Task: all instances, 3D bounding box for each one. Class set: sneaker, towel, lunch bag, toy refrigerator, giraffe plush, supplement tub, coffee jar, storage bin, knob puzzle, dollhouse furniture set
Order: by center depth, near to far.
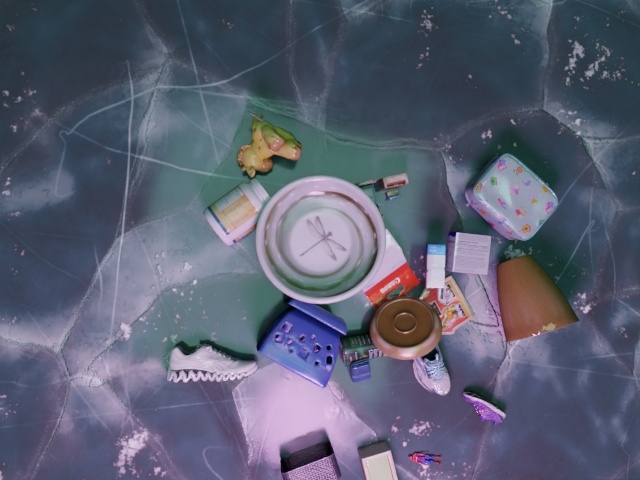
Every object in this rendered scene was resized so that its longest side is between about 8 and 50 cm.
[{"bbox_3d":[-0.255,-0.093,1.622,0.199,0.144,0.144,-36,94,-5],"label":"supplement tub"},{"bbox_3d":[-0.185,-0.287,1.634,0.210,0.181,0.171,31,108,-16],"label":"giraffe plush"},{"bbox_3d":[-0.346,0.392,1.637,0.291,0.110,0.119,1,81,-7],"label":"sneaker"},{"bbox_3d":[-0.033,0.742,1.658,0.180,0.122,0.085,-19,92,-6],"label":"storage bin"},{"bbox_3d":[0.209,-0.142,1.682,0.183,0.129,0.130,-13,92,-6],"label":"dollhouse furniture set"},{"bbox_3d":[0.133,0.434,1.688,0.067,0.120,0.029,-14,50,-4],"label":"towel"},{"bbox_3d":[0.158,0.353,1.693,0.184,0.079,0.096,-13,127,-6],"label":"coffee jar"},{"bbox_3d":[0.361,0.408,1.698,0.110,0.122,0.283,-27,98,-4],"label":"sneaker"},{"bbox_3d":[0.210,0.830,1.700,0.102,0.094,0.270,-14,92,-7],"label":"toy refrigerator"},{"bbox_3d":[0.658,-0.148,1.744,0.279,0.108,0.224,41,83,-6],"label":"lunch bag"},{"bbox_3d":[0.561,0.582,1.755,0.169,0.068,0.071,34,92,-6],"label":"sneaker"},{"bbox_3d":[0.415,0.241,1.755,0.213,0.030,0.213,0,91,-6],"label":"knob puzzle"}]

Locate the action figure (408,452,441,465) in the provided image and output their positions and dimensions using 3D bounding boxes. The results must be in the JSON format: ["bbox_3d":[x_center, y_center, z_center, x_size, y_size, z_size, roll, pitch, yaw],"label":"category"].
[{"bbox_3d":[0.359,0.753,1.751,0.115,0.030,0.038,8,94,-4],"label":"action figure"}]

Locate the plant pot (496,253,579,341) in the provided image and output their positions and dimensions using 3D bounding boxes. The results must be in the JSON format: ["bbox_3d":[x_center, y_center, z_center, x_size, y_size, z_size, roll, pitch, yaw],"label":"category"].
[{"bbox_3d":[0.694,0.184,1.704,0.237,0.237,0.255,-17,78,-6],"label":"plant pot"}]

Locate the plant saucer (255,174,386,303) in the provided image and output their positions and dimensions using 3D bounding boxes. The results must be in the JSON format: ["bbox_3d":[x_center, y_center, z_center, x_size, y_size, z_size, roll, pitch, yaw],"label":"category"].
[{"bbox_3d":[0.000,0.000,1.585,0.400,0.100,0.401,0,78,-1],"label":"plant saucer"}]

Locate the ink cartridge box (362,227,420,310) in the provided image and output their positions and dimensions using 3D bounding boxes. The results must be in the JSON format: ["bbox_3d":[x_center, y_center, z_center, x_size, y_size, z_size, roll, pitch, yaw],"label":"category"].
[{"bbox_3d":[0.209,0.104,1.721,0.189,0.066,0.232,-36,90,-5],"label":"ink cartridge box"}]

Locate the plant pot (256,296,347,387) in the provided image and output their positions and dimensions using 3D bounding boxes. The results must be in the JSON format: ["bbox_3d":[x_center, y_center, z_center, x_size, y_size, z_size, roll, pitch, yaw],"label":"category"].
[{"bbox_3d":[-0.054,0.305,1.608,0.235,0.236,0.212,29,80,-5],"label":"plant pot"}]

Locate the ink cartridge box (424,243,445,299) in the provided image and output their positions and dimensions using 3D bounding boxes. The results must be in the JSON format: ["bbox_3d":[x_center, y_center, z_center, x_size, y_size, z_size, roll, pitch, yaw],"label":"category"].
[{"bbox_3d":[0.383,0.106,1.703,0.060,0.104,0.180,2,85,8],"label":"ink cartridge box"}]

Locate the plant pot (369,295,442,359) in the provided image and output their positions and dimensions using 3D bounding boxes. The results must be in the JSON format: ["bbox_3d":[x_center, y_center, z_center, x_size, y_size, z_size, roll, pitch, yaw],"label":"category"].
[{"bbox_3d":[0.274,0.273,1.649,0.236,0.032,0.236,-8,47,9],"label":"plant pot"}]

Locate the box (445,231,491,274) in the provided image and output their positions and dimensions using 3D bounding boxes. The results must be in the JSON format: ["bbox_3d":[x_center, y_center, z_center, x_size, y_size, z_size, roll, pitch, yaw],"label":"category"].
[{"bbox_3d":[0.506,0.044,1.744,0.126,0.072,0.137,6,90,-6],"label":"box"}]
